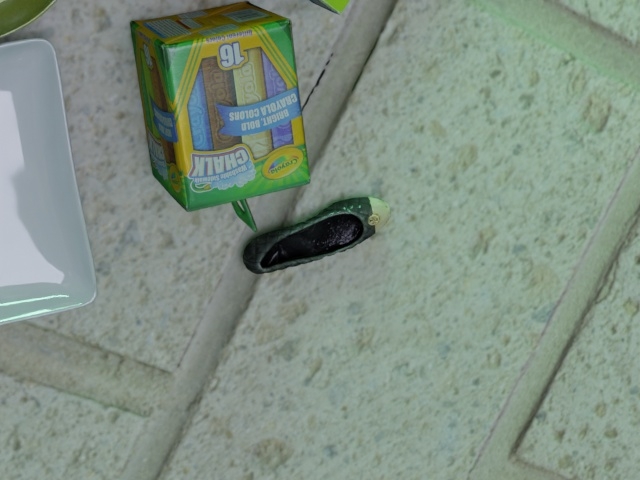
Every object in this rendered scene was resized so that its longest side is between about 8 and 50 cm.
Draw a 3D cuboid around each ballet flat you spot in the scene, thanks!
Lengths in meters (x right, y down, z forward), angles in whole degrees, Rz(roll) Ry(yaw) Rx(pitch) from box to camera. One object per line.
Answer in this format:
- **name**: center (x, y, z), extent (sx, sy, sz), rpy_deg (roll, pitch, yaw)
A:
- **ballet flat**: center (0.000, 0.000, 1.553), extent (0.173, 0.049, 0.057), rpy_deg (-22, 116, -15)

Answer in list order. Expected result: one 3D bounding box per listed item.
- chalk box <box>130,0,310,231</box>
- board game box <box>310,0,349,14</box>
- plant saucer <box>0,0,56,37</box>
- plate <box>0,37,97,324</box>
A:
- **chalk box**: center (-0.097, -0.112, 1.427), extent (0.132, 0.132, 0.213), rpy_deg (-13, 111, -19)
- **board game box**: center (-0.058, -0.408, 1.372), extent (0.347, 0.078, 0.233), rpy_deg (32, 94, -28)
- **plant saucer**: center (-0.332, -0.299, 1.318), extent (0.241, 0.037, 0.241), rpy_deg (-8, 111, -21)
- **plate**: center (-0.370, -0.040, 1.387), extent (0.277, 0.045, 0.278), rpy_deg (-14, 112, -17)
